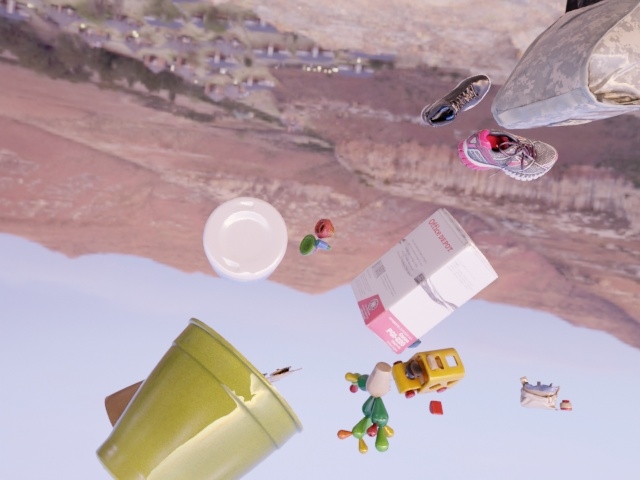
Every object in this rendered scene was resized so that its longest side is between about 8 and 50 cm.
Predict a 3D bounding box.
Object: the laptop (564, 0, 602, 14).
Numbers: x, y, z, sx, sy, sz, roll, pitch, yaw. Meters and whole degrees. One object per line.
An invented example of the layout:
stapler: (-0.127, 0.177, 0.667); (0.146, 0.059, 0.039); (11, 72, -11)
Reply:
laptop: (0.778, -0.720, 1.951); (0.136, 0.234, 0.264); (9, 177, -16)

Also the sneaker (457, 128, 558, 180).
sneaker: (0.529, -0.238, 1.894); (0.299, 0.121, 0.112); (1, 163, -23)

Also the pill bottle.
pill bottle: (-0.147, 0.009, 1.340); (0.152, 0.152, 0.272); (6, 173, -7)

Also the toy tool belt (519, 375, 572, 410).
toy tool belt: (0.370, 0.251, 1.135); (0.083, 0.051, 0.052); (2, 163, 13)

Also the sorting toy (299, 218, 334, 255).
sorting toy: (0.000, 0.000, 1.557); (0.042, 0.102, 0.061); (27, -160, -35)

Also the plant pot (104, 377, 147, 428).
plant pot: (-0.390, 0.437, 1.810); (0.254, 0.237, 0.237); (-33, -171, -8)

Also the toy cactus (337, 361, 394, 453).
toy cactus: (0.100, 0.329, 1.441); (0.112, 0.180, 0.219); (10, -152, -8)

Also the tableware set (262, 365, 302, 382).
tableware set: (-0.161, 0.415, 2.130); (0.128, 0.039, 0.194); (-33, 162, 37)

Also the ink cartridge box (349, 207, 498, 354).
ink cartridge box: (0.171, 0.065, 1.180); (0.092, 0.218, 0.158); (43, -167, -24)

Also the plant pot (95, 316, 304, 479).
plant pot: (-0.291, 0.425, 1.539); (0.366, 0.353, 0.366); (40, 160, 18)

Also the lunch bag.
lunch bag: (0.467, -0.297, 1.218); (0.287, 0.169, 0.235); (-42, -163, -20)

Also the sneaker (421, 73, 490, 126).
sneaker: (0.386, -0.380, 1.917); (0.217, 0.079, 0.121); (-33, -165, 11)

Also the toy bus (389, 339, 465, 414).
toy bus: (0.268, 0.331, 1.762); (0.191, 0.104, 0.202); (33, -133, 0)
